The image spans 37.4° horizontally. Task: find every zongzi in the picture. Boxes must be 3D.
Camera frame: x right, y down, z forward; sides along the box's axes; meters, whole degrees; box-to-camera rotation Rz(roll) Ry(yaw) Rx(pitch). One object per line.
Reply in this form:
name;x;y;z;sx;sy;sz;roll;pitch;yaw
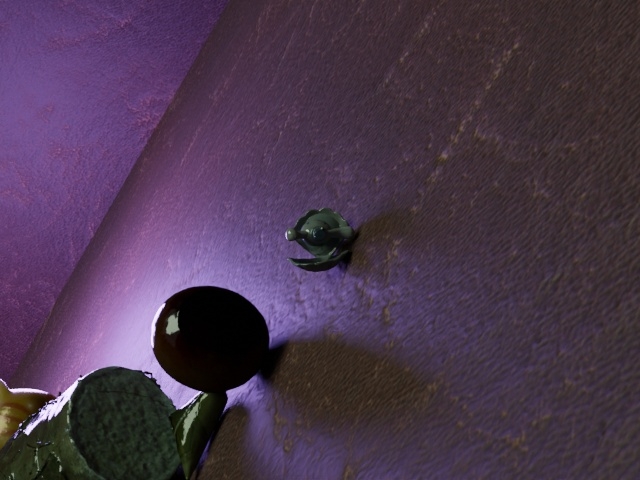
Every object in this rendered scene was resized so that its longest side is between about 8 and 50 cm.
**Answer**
zongzi;-0.170;0.275;1.368;0.104;0.052;0.113;-45;40;25

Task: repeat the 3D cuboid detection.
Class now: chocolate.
chocolate;-0.158;0.145;1.337;0.177;0.177;0.177;-49;25;32

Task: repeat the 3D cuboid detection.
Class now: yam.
yam;-0.372;0.358;1.481;0.348;0.241;0.241;-42;29;38

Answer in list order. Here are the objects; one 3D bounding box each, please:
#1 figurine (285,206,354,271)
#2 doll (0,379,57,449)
figurine;0.000;0.000;1.264;0.086;0.094;0.082;-33;-66;-77
doll;-0.482;0.365;1.707;0.162;0.269;0.166;-20;43;39
